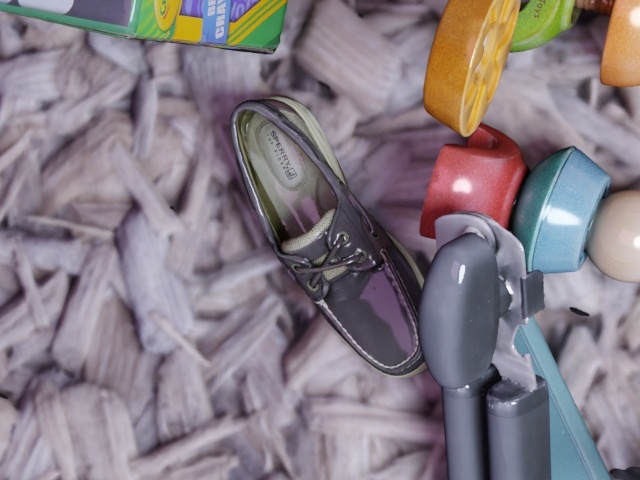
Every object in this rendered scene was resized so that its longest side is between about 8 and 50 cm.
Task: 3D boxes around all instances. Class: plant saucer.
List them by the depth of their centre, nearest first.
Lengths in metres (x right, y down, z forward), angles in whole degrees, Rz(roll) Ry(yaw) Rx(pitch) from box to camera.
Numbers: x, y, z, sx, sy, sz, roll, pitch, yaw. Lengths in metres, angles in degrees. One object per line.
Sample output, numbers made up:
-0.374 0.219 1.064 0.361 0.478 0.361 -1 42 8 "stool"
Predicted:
0.147 0.135 1.209 0.067 0.018 0.192 -28 81 20 "plant saucer"

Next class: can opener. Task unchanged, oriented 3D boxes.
0.099 0.110 1.141 0.074 0.093 0.280 21 130 44 "can opener"

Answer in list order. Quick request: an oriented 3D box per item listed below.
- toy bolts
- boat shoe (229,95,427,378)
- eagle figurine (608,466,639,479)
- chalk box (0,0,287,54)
0.160 -0.071 1.112 0.158 0.218 0.228 19 117 14 "toy bolts"
0.001 -0.001 1.232 0.080 0.073 0.223 -34 79 20 "boat shoe"
0.342 0.204 1.048 0.298 0.225 0.226 -14 97 11 "eagle figurine"
-0.146 -0.228 1.167 0.180 0.289 0.179 13 97 21 "chalk box"
